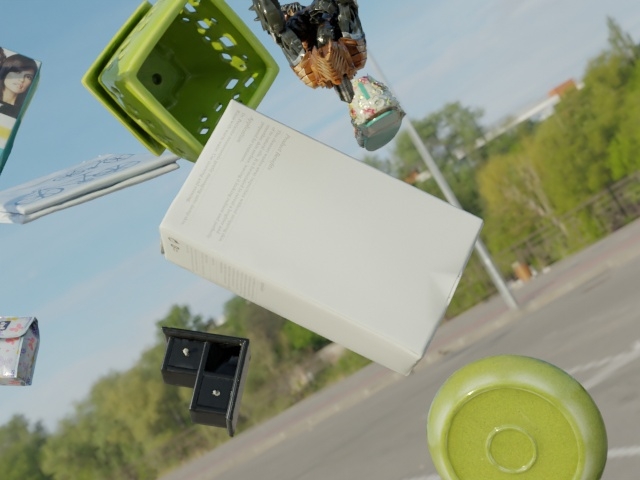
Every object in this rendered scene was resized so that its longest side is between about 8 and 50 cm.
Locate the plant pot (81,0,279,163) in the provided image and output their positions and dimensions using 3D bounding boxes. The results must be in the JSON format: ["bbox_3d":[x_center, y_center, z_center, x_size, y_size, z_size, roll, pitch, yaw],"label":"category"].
[{"bbox_3d":[-0.245,-0.275,1.808,0.207,0.228,0.227,4,56,50],"label":"plant pot"}]

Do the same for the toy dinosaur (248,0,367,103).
[{"bbox_3d":[0.005,-0.267,1.343,0.164,0.218,0.322,-29,19,-15],"label":"toy dinosaur"}]

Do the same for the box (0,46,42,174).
[{"bbox_3d":[-0.487,-0.160,1.544,0.060,0.100,0.244,130,158,-65],"label":"box"}]

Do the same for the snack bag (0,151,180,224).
[{"bbox_3d":[-0.467,-0.101,2.026,0.323,0.037,0.342,-25,17,-30],"label":"snack bag"}]

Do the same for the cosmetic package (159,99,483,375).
[{"bbox_3d":[0.000,0.000,1.465,0.217,0.385,0.156,-61,-2,-17],"label":"cosmetic package"}]

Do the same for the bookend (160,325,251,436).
[{"bbox_3d":[-0.211,0.241,1.860,0.157,0.156,0.072,9,-33,5],"label":"bookend"}]

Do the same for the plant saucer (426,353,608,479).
[{"bbox_3d":[0.254,0.270,1.425,0.241,0.241,0.037,-33,0,22],"label":"plant saucer"}]

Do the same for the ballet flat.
[{"bbox_3d":[0.080,-0.197,1.629,0.091,0.077,0.241,-30,-7,-2],"label":"ballet flat"}]

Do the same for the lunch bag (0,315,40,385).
[{"bbox_3d":[-0.384,0.131,1.313,0.071,0.083,0.053,1,-25,13],"label":"lunch bag"}]
